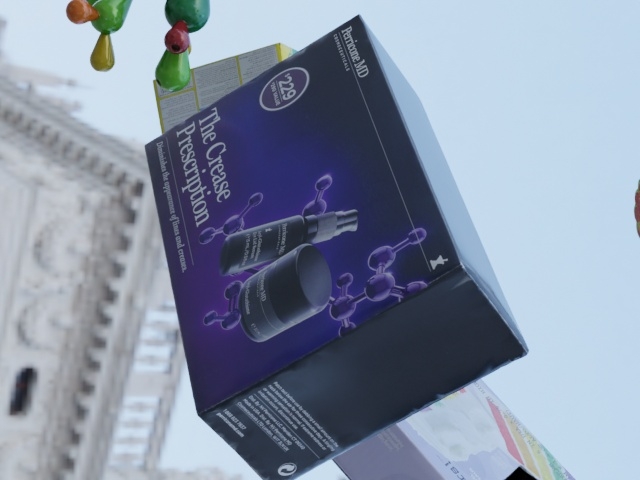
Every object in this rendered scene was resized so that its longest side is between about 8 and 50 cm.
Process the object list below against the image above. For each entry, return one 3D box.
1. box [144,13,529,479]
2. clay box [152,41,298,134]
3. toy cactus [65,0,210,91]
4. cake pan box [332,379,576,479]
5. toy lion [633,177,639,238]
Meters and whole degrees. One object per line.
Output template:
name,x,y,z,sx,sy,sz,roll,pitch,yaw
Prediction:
box,0.000,0.000,0.982,0.184,0.103,0.261,-28,-138,10
clay box,-0.063,-0.047,1.318,0.127,0.053,0.222,-13,-98,21
toy cactus,-0.129,-0.237,1.232,0.180,0.112,0.219,-26,-117,20
cake pan box,0.119,0.193,1.234,0.267,0.246,0.070,48,-70,13
toy lion,0.268,-0.014,1.156,0.100,0.034,0.096,100,-24,-57
